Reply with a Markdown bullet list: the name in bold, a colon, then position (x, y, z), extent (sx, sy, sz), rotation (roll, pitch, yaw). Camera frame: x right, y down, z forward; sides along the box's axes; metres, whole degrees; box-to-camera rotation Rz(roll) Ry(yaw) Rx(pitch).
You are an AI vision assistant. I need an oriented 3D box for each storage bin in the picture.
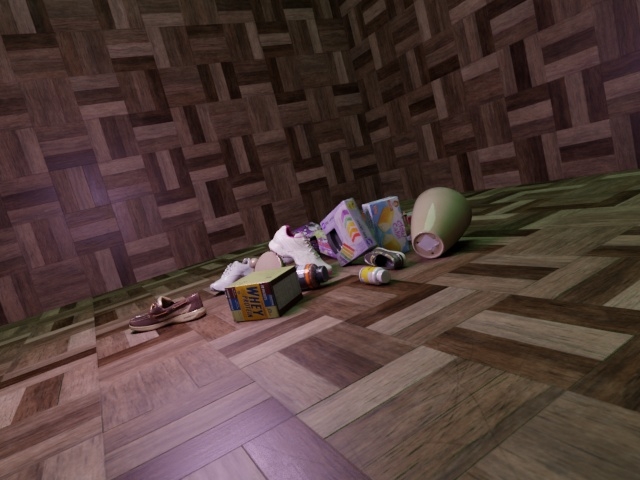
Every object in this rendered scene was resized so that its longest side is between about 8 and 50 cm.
- **storage bin**: position (-0.055, 0.077, 1.954), extent (0.084, 0.180, 0.122), rotation (-11, 8, 19)

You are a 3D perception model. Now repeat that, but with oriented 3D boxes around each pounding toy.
- **pounding toy**: position (-0.221, 0.153, 1.919), extent (0.237, 0.182, 0.110), rotation (-12, -18, 40)

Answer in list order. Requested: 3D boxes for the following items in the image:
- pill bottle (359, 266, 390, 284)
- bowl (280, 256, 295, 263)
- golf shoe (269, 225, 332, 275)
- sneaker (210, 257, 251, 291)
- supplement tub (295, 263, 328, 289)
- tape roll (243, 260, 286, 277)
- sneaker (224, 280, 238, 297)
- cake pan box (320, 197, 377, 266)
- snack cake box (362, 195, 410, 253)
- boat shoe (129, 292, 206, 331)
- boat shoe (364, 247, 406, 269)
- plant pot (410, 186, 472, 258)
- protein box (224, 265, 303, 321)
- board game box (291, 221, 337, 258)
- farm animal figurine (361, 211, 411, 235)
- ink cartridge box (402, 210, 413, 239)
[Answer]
- **pill bottle**: position (0.201, 0.130, 1.538), extent (0.065, 0.065, 0.116), rotation (-20, 10, -32)
- **bowl**: position (-0.182, 0.100, 2.497), extent (0.142, 0.053, 0.142), rotation (-19, 9, -33)
- **golf shoe**: position (-0.074, 0.045, 1.830), extent (0.306, 0.140, 0.115), rotation (28, 9, 6)
- **sneaker**: position (-0.458, 0.182, 2.163), extent (0.111, 0.129, 0.297), rotation (-7, 12, 35)
- **supplement tub**: position (-0.069, 0.153, 1.734), extent (0.198, 0.106, 0.106), rotation (-11, 9, 22)
- **tape roll**: position (-0.277, 0.169, 2.124), extent (0.219, 0.072, 0.219), rotation (-15, 8, 2)
- **sneaker**: position (-0.379, 0.223, 1.921), extent (0.167, 0.076, 0.065), rotation (-9, 9, 35)
- **cake pan box**: position (0.120, -0.031, 1.922), extent (0.070, 0.245, 0.267), rotation (-18, -11, -31)
- **snack cake box**: position (0.304, -0.058, 1.936), extent (0.152, 0.264, 0.089), rotation (-17, 9, -16)
- **boat shoe**: position (-0.655, 0.293, 1.766), extent (0.342, 0.123, 0.123), rotation (-13, 8, 13)
- **boat shoe**: position (0.253, 0.077, 1.748), extent (0.069, 0.081, 0.228), rotation (-15, 9, -34)
- **plant pot**: position (0.482, -0.052, 1.761), extent (0.257, 0.256, 0.274), rotation (-9, 26, 34)
- **protein box**: position (-0.207, 0.197, 1.565), extent (0.200, 0.135, 0.201), rotation (-10, 9, 25)
- **board game box**: position (0.018, -0.006, 2.333), extent (0.347, 0.056, 0.208), rotation (21, 37, 31)
- **farm animal figurine**: position (0.292, -0.030, 2.174), extent (0.327, 0.172, 0.330), rotation (-31, 23, -19)
- **ink cartridge box**: position (0.502, -0.085, 2.251), extent (0.176, 0.128, 0.127), rotation (-20, 10, -30)
